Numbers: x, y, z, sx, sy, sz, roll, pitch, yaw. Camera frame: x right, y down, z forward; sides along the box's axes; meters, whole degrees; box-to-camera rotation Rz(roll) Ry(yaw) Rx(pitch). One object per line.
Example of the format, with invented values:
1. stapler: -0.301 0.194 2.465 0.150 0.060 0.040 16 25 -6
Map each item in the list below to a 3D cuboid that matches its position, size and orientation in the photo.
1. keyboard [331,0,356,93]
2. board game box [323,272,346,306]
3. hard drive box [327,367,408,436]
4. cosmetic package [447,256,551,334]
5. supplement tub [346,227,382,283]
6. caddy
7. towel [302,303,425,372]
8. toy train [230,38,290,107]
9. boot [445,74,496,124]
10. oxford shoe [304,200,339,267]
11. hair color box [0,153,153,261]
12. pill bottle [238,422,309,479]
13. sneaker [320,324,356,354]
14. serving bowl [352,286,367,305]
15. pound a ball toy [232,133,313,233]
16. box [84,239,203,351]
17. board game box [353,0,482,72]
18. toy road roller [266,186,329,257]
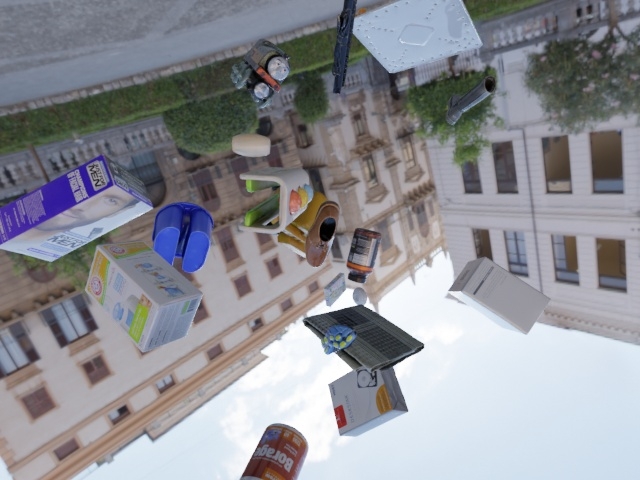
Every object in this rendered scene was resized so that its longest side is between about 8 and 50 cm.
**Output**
1. keyboard: 0.068 -0.546 1.108 0.033 0.317 0.201 14 -129 6
2. board game box: 0.072 0.239 2.007 0.026 0.103 0.154 11 -147 32
3. hard drive box: 0.152 0.522 1.370 0.232 0.089 0.181 -40 -134 27
4. cosmetic package: 0.559 0.174 1.317 0.138 0.225 0.224 -54 171 -2
5. supplement tub: 0.157 0.057 1.534 0.106 0.197 0.106 13 -172 -2
6. caddy: -0.603 -0.016 1.796 0.242 0.341 0.179 9 -136 -24
7. towel: 0.150 0.331 1.416 0.312 0.056 0.324 -4 -156 -44
8. toy train: -0.200 -0.580 1.406 0.190 0.142 0.334 -46 -147 12
9. boot: 0.585 -0.566 1.600 0.208 0.076 0.189 -50 -163 55
10. oxford shoe: 0.000 0.000 1.100 0.076 0.212 0.076 9 -143 -7
11. hair color box: -0.658 -0.078 1.105 0.339 0.110 0.185 -29 163 1
12. pill bottle: -0.116 0.541 0.935 0.121 0.121 0.216 -7 -155 25
13. sneaker: 0.058 0.273 1.162 0.078 0.067 0.188 -18 161 -25
14. serving bowl: 0.164 0.245 1.777 0.027 0.083 0.083 -8 -170 -38
15. pound a ball toy: -0.097 -0.140 0.974 0.136 0.208 0.319 5 -167 7
16. box: -0.348 0.100 0.806 0.203 0.114 0.103 35 -158 23
17. board game box: 0.357 -0.789 1.538 0.390 0.050 0.390 -3 170 35
18. toy road roller: -0.048 -0.071 1.467 0.241 0.330 0.202 9 -109 48
